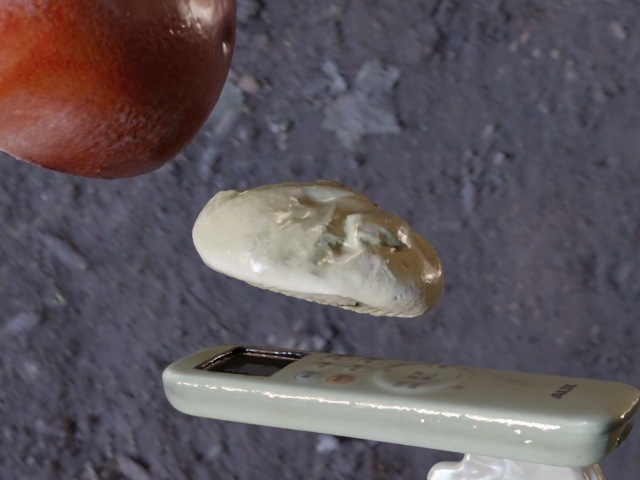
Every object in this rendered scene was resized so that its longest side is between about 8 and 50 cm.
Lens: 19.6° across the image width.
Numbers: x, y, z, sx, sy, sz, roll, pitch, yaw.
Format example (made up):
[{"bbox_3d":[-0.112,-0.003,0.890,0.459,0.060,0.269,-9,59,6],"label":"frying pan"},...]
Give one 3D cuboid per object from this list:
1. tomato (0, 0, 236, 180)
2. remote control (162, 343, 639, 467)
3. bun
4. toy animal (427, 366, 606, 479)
[{"bbox_3d":[-0.177,-0.217,1.505,0.338,0.143,0.338,29,52,-46],"label":"tomato"},{"bbox_3d":[0.046,0.099,1.157,0.090,0.309,0.038,-26,117,-58],"label":"remote control"},{"bbox_3d":[0.000,0.000,1.736,0.237,0.210,0.116,16,89,-12],"label":"bun"},{"bbox_3d":[0.215,0.291,2.055,0.266,0.308,0.188,-50,166,21],"label":"toy animal"}]
